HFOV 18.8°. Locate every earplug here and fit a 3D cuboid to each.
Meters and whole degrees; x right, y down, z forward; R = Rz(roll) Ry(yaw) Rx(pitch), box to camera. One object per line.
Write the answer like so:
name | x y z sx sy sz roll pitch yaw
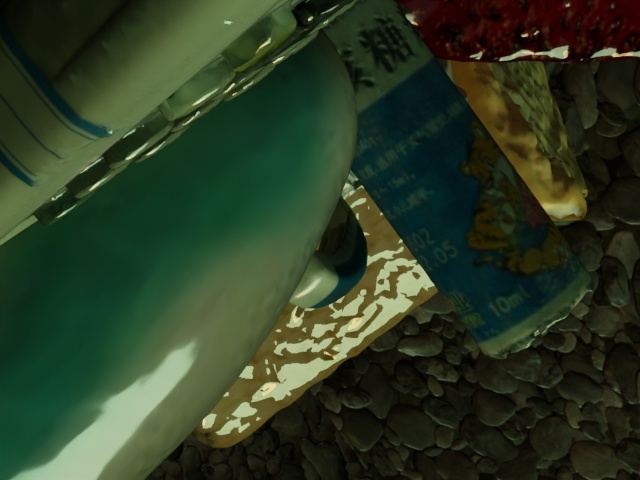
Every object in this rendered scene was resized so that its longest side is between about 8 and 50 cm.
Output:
earplug | -0.118 0.039 0.622 0.324 0.185 0.185 -42 -175 -12

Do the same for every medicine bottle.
medicine bottle | 0.026 -0.046 0.701 0.051 0.191 0.051 -37 -176 3

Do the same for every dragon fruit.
dragon fruit | 0.099 -0.166 0.960 0.262 0.134 0.211 -2 -166 -18

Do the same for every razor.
razor | 0.003 0.003 0.759 0.068 0.037 0.191 -40 -173 8

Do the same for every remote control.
remote control | -0.012 -0.076 0.412 0.128 0.065 0.335 -35 -177 -27

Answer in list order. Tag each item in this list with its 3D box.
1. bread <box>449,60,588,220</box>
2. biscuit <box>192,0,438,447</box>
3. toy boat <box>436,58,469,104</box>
bread | 0.028 -0.078 1.171 0.211 0.224 0.183 -26 180 16
biscuit | -0.033 -0.017 0.871 0.217 0.044 0.325 -39 150 4
toy boat | -0.060 -0.033 0.994 0.269 0.140 0.141 -33 -177 -10
